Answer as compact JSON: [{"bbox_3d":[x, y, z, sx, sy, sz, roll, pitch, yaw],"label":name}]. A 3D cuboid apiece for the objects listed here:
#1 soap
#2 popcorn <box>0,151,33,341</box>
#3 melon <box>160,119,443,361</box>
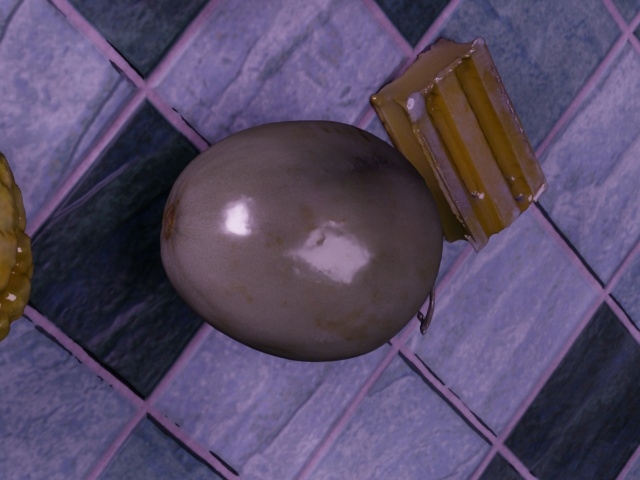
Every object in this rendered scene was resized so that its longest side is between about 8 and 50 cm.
[{"bbox_3d":[0.165,-0.114,1.894,0.135,0.076,0.233,-42,125,-19],"label":"soap"},{"bbox_3d":[-0.370,-0.022,1.447,0.286,0.173,0.225,55,43,-17],"label":"popcorn"},{"bbox_3d":[-0.013,0.000,1.681,0.308,0.271,0.272,-20,117,-41],"label":"melon"}]
